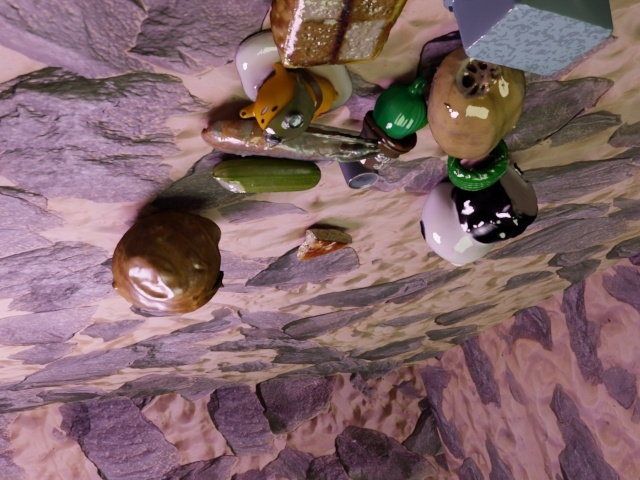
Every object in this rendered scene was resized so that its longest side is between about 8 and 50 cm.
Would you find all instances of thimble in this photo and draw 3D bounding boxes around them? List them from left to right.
[{"bbox_3d":[0.337,-0.170,1.467,0.130,0.118,0.090,5,163,9],"label":"thimble"}]

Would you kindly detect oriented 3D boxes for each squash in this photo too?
[{"bbox_3d":[-0.104,-0.128,1.351,0.238,0.069,0.069,-2,155,-29],"label":"squash"}]

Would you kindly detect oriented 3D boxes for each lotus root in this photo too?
[{"bbox_3d":[0.271,-0.234,1.223,0.169,0.151,0.343,-43,167,-1],"label":"lotus root"}]

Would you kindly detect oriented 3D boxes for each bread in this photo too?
[{"bbox_3d":[0.018,0.002,1.755,0.135,0.054,0.154,-6,162,-17],"label":"bread"},{"bbox_3d":[0.028,-0.328,0.928,0.181,0.096,0.222,-5,157,-16],"label":"bread"}]

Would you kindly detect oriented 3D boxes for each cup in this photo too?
[{"bbox_3d":[0.084,-0.158,1.385,0.078,0.077,0.100,1,152,-35],"label":"cup"}]

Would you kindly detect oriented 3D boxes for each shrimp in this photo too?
[{"bbox_3d":[-0.053,-0.171,1.223,0.316,0.062,0.164,4,179,-8],"label":"shrimp"}]

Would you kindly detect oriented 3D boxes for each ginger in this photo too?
[{"bbox_3d":[-0.336,0.041,1.444,0.269,0.200,0.223,16,133,27],"label":"ginger"}]

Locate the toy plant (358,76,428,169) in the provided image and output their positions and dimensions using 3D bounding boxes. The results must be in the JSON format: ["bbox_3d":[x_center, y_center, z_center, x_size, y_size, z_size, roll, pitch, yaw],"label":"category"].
[{"bbox_3d":[0.144,-0.217,1.258,0.142,0.105,0.200,-6,146,-47],"label":"toy plant"}]

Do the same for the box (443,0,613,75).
[{"bbox_3d":[0.313,-0.344,1.018,0.226,0.130,0.162,3,160,-27],"label":"box"}]

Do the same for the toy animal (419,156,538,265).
[{"bbox_3d":[0.369,-0.069,1.630,0.212,0.213,0.266,7,153,-42],"label":"toy animal"}]

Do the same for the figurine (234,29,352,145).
[{"bbox_3d":[-0.024,-0.216,1.098,0.166,0.141,0.249,-33,152,35],"label":"figurine"}]
